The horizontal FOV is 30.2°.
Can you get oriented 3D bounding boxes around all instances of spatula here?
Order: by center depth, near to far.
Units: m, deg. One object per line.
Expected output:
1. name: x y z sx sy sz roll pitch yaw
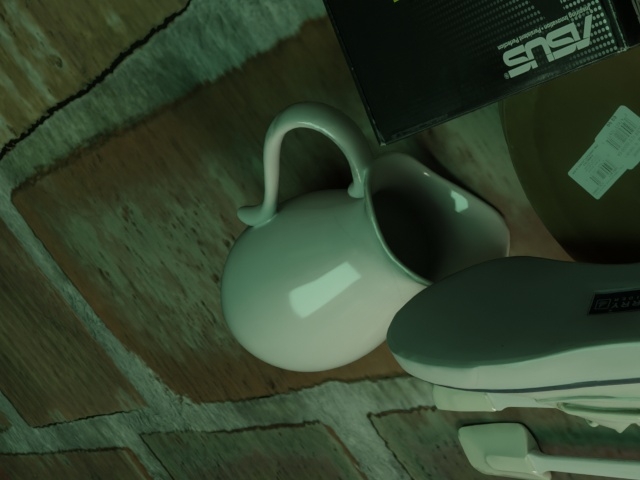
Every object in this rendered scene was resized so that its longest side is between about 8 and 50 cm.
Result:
1. spatula: 0.164 0.116 0.866 0.242 0.019 0.168 -9 113 51

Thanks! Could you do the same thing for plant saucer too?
1. plant saucer: 0.206 -0.043 0.623 0.278 0.041 0.277 30 145 24

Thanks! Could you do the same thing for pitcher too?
1. pitcher: 0.000 0.000 0.822 0.178 0.125 0.207 45 141 -12

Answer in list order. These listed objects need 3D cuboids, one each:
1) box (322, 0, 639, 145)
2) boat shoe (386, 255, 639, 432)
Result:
1. box: 0.066 -0.159 0.611 0.191 0.045 0.184 -16 95 54
2. boat shoe: 0.162 0.062 0.657 0.268 0.096 0.088 -9 124 35
